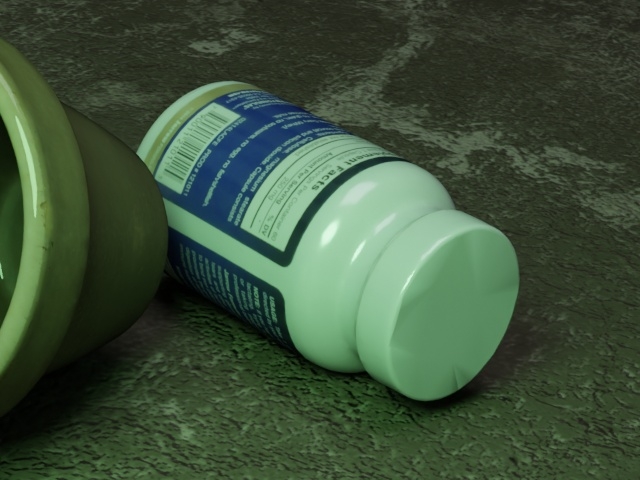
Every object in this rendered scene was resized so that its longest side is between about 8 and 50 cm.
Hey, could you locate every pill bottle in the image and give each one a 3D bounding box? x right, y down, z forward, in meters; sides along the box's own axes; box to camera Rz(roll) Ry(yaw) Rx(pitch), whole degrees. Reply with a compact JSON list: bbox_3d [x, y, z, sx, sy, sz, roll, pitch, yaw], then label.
[{"bbox_3d":[0.000,0.000,1.357,0.153,0.153,0.265,-13,31,-41],"label":"pill bottle"}]

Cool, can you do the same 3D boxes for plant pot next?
[{"bbox_3d":[-0.212,-0.002,1.218,0.263,0.263,0.229,21,7,28],"label":"plant pot"}]
